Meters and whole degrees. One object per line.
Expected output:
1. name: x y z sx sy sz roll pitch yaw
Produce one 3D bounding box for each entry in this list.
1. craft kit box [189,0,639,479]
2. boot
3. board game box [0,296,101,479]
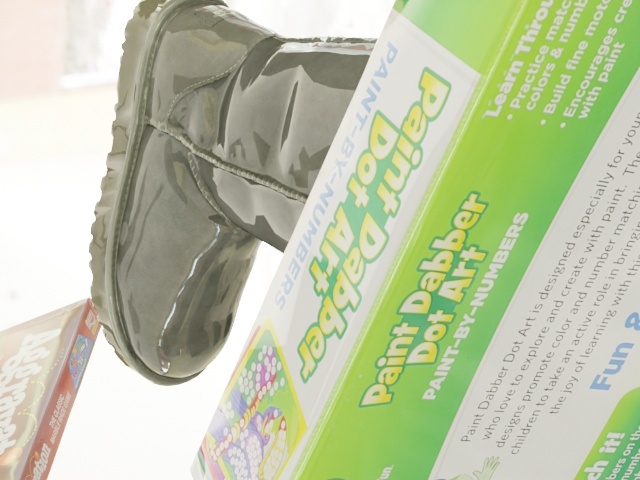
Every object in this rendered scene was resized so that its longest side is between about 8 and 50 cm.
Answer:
1. craft kit box: 0.115 -0.002 0.493 0.061 0.246 0.250 53 128 45
2. boot: -0.002 0.002 0.611 0.208 0.076 0.190 23 121 40
3. board game box: -0.242 0.142 1.106 0.281 0.145 0.027 -83 -30 -62
